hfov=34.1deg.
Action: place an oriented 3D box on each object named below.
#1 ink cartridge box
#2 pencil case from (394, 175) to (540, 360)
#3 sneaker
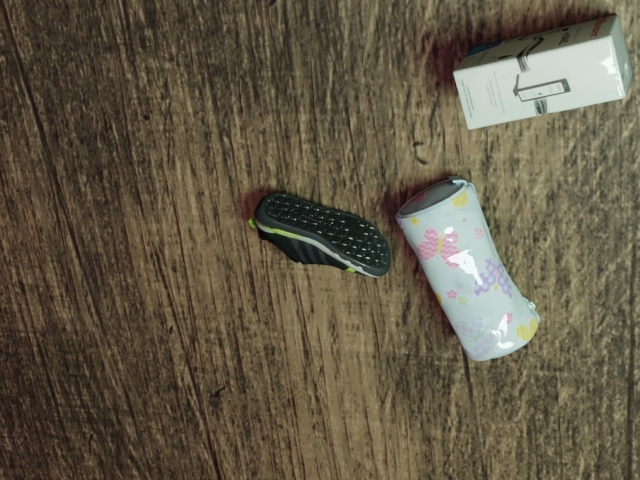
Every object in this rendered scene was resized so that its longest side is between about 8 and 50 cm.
[{"bbox_3d":[0.293,-0.222,1.365,0.203,0.148,0.086,-10,109,23],"label":"ink cartridge box"},{"bbox_3d":[0.219,0.044,1.542,0.124,0.113,0.273,-25,105,18],"label":"pencil case"},{"bbox_3d":[0.000,0.000,1.637,0.235,0.084,0.097,26,145,8],"label":"sneaker"}]
